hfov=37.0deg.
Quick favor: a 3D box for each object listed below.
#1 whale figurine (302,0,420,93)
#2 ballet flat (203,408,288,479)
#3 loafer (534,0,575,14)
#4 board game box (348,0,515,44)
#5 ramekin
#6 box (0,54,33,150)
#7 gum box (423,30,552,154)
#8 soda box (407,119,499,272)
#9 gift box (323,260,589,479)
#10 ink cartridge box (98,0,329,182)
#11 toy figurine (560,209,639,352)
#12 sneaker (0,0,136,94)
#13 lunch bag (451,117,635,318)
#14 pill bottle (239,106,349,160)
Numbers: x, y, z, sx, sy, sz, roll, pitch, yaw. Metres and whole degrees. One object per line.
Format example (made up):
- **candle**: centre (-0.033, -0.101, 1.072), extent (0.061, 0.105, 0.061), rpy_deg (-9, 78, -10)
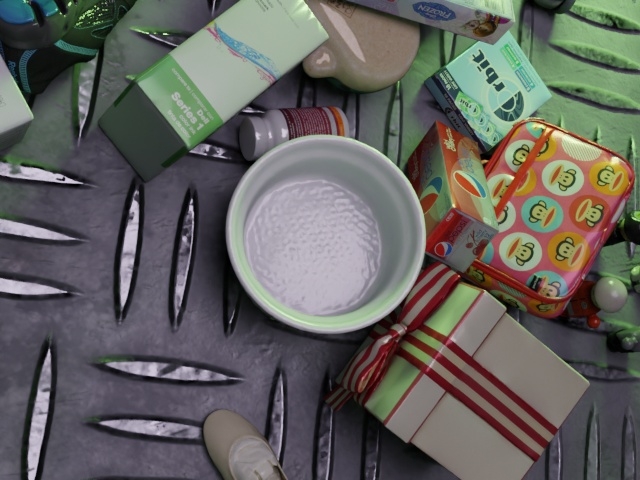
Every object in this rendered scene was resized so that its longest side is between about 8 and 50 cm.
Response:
- **whale figurine**: centre (0.018, -0.336, 1.462), extent (0.272, 0.141, 0.216), rpy_deg (29, 74, -18)
- **ballet flat**: centre (-0.073, 0.341, 1.328), extent (0.086, 0.086, 0.248), rpy_deg (-35, 96, -26)
- **loafer**: centre (0.432, -0.545, 1.729), extent (0.084, 0.096, 0.268), rpy_deg (14, 77, -17)
- **board game box**: centre (0.133, -0.478, 1.456), extent (0.318, 0.066, 0.318), rpy_deg (12, 60, -21)
- **ramekin**: centre (0.000, 0.000, 1.364), extent (0.277, 0.135, 0.277), rpy_deg (2, 79, -9)
- **box**: centre (-0.489, -0.183, 1.205), extent (0.181, 0.119, 0.182), rpy_deg (-29, 93, -27)
- **gum box**: centre (0.288, -0.259, 1.633), extent (0.184, 0.041, 0.157), rpy_deg (-40, 99, -26)
- **soda box**: centre (0.195, -0.073, 1.448), extent (0.083, 0.092, 0.263), rpy_deg (26, 31, -17)
- **gift box**: centre (0.173, 0.199, 1.386), extent (0.258, 0.276, 0.255), rpy_deg (39, 80, -18)
- **ink cartridge box**: centre (-0.149, -0.224, 1.328), extent (0.278, 0.201, 0.117), rpy_deg (-43, 100, -26)
- **toy figurine**: centre (0.531, 0.077, 1.627), extent (0.209, 0.148, 0.213), rpy_deg (37, 67, -15)
- **sneaker**: centre (-0.329, -0.333, 1.320), extent (0.125, 0.140, 0.341), rpy_deg (29, 48, 12)
- **lunch bag**: centre (0.336, -0.047, 1.542), extent (0.258, 0.120, 0.293), rpy_deg (29, 72, 16)
- **pill bottle**: centre (-0.040, -0.156, 1.433), extent (0.152, 0.086, 0.086), rpy_deg (-6, 83, -27)
